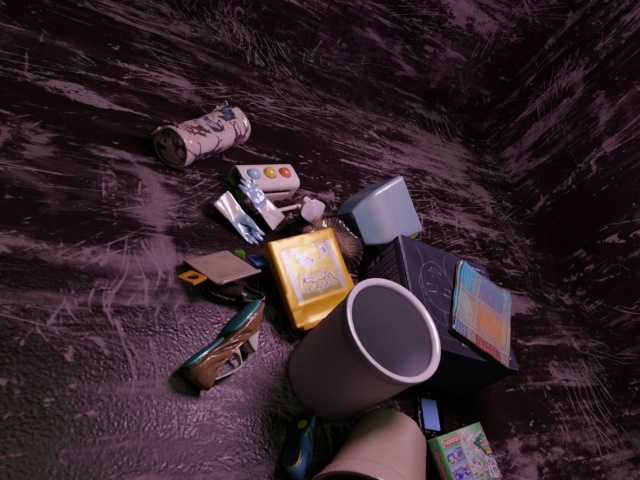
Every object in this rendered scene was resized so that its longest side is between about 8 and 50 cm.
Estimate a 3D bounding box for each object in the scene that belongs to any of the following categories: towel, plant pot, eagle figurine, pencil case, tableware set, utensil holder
[{"bbox_3d":[0.601,0.263,1.662,0.272,0.040,0.370,35,42,-7],"label":"towel"},{"bbox_3d":[0.216,-0.091,1.856,0.252,0.247,0.247,-27,99,-26],"label":"plant pot"},{"bbox_3d":[0.004,0.003,1.771,0.298,0.226,0.225,55,22,23],"label":"eagle figurine"},{"bbox_3d":[-0.469,-0.425,1.800,0.183,0.160,0.410,50,41,-1],"label":"pencil case"},{"bbox_3d":[0.243,0.052,1.980,0.104,0.024,0.154,9,26,32],"label":"tableware set"},{"bbox_3d":[0.117,0.350,1.394,0.328,0.385,0.327,21,45,-23],"label":"utensil holder"},{"bbox_3d":[0.161,0.650,1.249,0.334,0.334,0.305,42,30,1],"label":"plant pot"}]

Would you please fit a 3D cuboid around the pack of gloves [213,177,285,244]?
[{"bbox_3d":[-0.254,-0.114,1.696,0.232,0.046,0.195,51,61,-19],"label":"pack of gloves"}]

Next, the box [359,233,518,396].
[{"bbox_3d":[0.439,0.298,1.753,0.480,0.297,0.471,20,44,-23],"label":"box"}]

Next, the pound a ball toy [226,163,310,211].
[{"bbox_3d":[-0.191,-0.219,1.851,0.319,0.135,0.208,-10,61,-41],"label":"pound a ball toy"}]

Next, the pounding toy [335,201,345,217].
[{"bbox_3d":[0.110,-0.055,1.984,0.183,0.110,0.236,26,70,-28],"label":"pounding toy"}]

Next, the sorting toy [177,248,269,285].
[{"bbox_3d":[-0.326,0.098,1.483,0.196,0.047,0.348,24,23,31],"label":"sorting toy"}]

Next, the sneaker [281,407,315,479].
[{"bbox_3d":[-0.052,0.592,1.310,0.082,0.069,0.209,63,25,-23],"label":"sneaker"}]

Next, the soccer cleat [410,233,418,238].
[{"bbox_3d":[0.445,-0.070,2.268,0.060,0.072,0.178,22,23,-20],"label":"soccer cleat"}]

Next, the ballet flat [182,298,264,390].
[{"bbox_3d":[-0.263,0.319,1.357,0.124,0.116,0.342,58,40,-11],"label":"ballet flat"}]

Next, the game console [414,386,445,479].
[{"bbox_3d":[0.379,0.683,1.563,0.213,0.044,0.361,22,44,-21],"label":"game console"}]

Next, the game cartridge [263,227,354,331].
[{"bbox_3d":[-0.021,0.132,1.585,0.286,0.053,0.323,-15,78,-35],"label":"game cartridge"}]

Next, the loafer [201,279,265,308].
[{"bbox_3d":[-0.280,0.167,1.486,0.220,0.078,0.080,19,45,-24],"label":"loafer"}]

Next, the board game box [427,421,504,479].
[{"bbox_3d":[0.501,0.757,1.533,0.318,0.046,0.213,10,52,-45],"label":"board game box"}]
